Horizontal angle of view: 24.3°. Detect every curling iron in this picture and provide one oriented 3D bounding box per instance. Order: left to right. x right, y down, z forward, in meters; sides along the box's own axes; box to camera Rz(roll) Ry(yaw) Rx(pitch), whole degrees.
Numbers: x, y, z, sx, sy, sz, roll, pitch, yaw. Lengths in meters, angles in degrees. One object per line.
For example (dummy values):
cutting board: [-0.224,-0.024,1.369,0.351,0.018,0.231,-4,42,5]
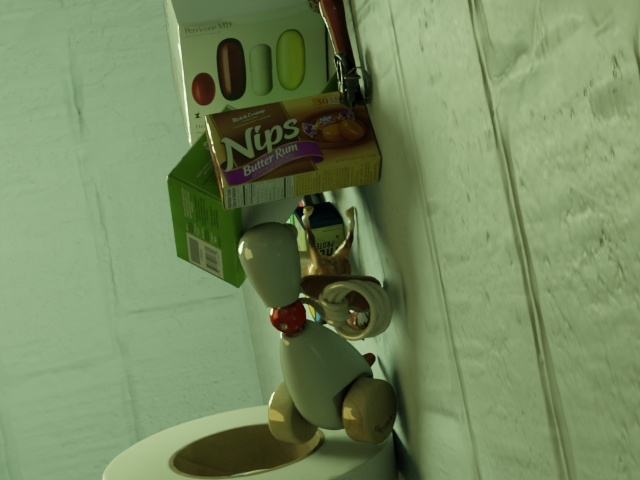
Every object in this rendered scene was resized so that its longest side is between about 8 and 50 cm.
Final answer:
curling iron: [0.016,-0.280,1.713,0.068,0.035,0.274,143,116,-76]

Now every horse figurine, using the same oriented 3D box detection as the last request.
horse figurine: [-0.036,0.021,2.018,0.263,0.066,0.174,13,123,34]

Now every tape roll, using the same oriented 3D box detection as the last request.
tape roll: [-0.091,0.306,1.951,0.392,0.392,0.072,-138,39,-77]

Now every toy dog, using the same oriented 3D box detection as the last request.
toy dog: [0.007,0.109,1.869,0.161,0.220,0.334,-53,-27,-46]

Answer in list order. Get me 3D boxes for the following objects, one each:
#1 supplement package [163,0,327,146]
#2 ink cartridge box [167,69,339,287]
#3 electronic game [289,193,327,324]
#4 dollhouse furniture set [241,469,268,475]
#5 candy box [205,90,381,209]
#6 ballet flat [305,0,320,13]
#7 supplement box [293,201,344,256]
supplement package: [-0.100,-0.259,1.971,0.149,0.194,0.203,-110,12,-45]
ink cartridge box: [-0.077,-0.097,1.868,0.255,0.097,0.189,-55,-17,-28]
electronic game: [-0.017,0.015,2.261,0.229,0.048,0.229,170,90,-82]
dollhouse furniture set: [0.040,0.478,2.115,0.394,0.256,0.362,42,-147,-68]
candy box: [-0.033,-0.107,1.731,0.053,0.186,0.109,94,164,-57]
ballet flat: [-0.007,-0.334,1.806,0.041,0.041,0.114,-176,75,-82]
supplement box: [0.000,0.000,2.094,0.083,0.056,0.083,-121,23,-68]
